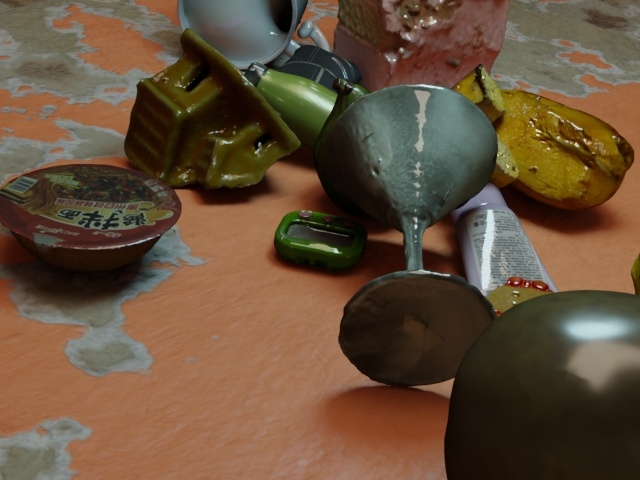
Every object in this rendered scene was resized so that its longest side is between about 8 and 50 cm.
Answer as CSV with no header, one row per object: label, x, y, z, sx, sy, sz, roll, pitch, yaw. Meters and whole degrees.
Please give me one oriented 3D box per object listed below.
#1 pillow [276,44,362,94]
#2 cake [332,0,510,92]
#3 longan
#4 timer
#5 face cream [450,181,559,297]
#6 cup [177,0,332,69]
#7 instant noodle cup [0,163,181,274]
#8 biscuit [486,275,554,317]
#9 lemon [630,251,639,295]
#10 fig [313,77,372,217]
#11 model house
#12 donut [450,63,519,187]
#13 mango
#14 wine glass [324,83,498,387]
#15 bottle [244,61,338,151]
pillow,-0.020,-0.301,2.174,0.161,0.092,0.335,17,32,8
cake,0.208,-0.472,2.316,0.314,0.306,0.293,-5,36,-24
longan,0.311,0.218,1.153,0.361,0.361,0.361,6,30,-3
timer,0.000,0.000,1.704,0.140,0.047,0.128,12,28,7
face cream,0.279,0.025,1.698,0.154,0.096,0.274,1,43,-16
cup,-0.116,-0.512,2.402,0.357,0.259,0.274,37,28,-11
instant noodle cup,-0.344,-0.018,1.611,0.274,0.090,0.274,6,29,-3
biscuit,0.273,0.123,1.531,0.166,0.036,0.225,27,44,30
lemon,0.563,0.064,1.546,0.233,0.233,0.288,11,38,7
fig,0.078,-0.157,1.805,0.195,0.245,0.195,-6,31,3
model house,-0.204,-0.184,1.851,0.239,0.173,0.268,-41,55,-10
donut,0.246,-0.172,1.868,0.101,0.152,0.259,36,39,-35
mango,0.378,-0.167,1.943,0.201,0.199,0.350,-34,40,-25
wine glass,0.129,-0.011,1.520,0.267,0.267,0.406,6,38,-2
bottle,-0.026,-0.232,1.969,0.260,0.112,0.112,30,33,3
